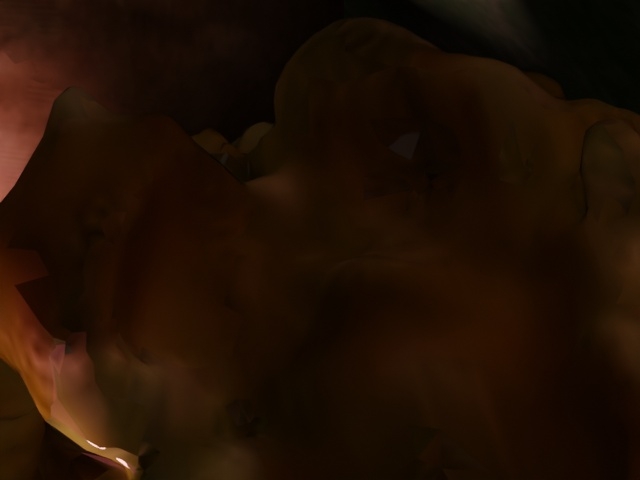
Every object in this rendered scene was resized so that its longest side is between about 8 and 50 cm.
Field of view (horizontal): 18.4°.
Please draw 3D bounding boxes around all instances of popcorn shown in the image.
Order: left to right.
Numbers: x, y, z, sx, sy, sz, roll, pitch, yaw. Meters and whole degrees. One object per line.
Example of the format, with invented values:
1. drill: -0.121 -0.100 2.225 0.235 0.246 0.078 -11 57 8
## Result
1. popcorn: 0.020 0.077 0.478 0.270 0.258 0.224 29 -149 -22

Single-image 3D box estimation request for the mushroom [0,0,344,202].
1. mushroom: -0.105 -0.086 0.598 0.255 0.184 0.255 7 -170 -1
